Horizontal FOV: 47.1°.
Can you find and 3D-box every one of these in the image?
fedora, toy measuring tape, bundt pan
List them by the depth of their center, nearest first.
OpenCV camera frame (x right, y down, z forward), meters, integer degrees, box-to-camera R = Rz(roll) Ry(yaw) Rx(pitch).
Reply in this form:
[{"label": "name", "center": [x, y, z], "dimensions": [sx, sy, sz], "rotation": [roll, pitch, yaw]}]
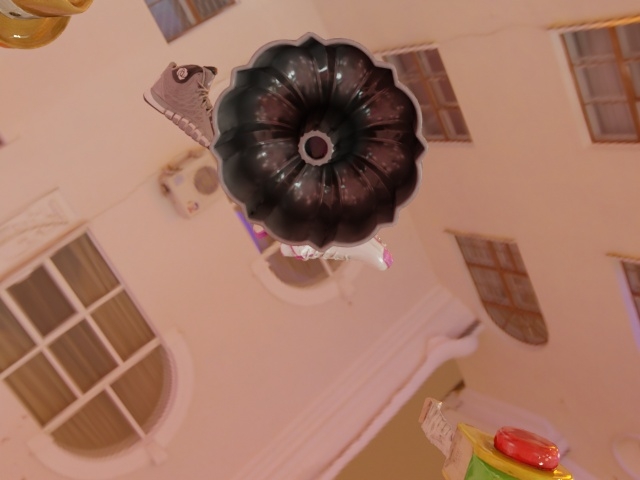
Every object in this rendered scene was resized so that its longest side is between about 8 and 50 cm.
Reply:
[{"label": "fedora", "center": [-0.295, -0.295, 0.783], "dimensions": [0.079, 0.194, 0.194], "rotation": [9, -144, 15]}, {"label": "toy measuring tape", "center": [0.201, 0.254, 0.832], "dimensions": [0.121, 0.121, 0.330], "rotation": [-29, -174, -3]}, {"label": "bundt pan", "center": [0.003, -0.158, 1.132], "dimensions": [0.330, 0.331, 0.124], "rotation": [-19, -163, 18]}]

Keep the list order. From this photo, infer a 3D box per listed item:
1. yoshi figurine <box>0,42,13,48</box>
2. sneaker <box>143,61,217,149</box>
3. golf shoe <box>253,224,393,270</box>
[{"label": "yoshi figurine", "center": [-0.556, -0.385, 0.934], "dimensions": [0.203, 0.362, 0.203], "rotation": [-36, -130, 53]}, {"label": "sneaker", "center": [-0.215, -0.257, 1.384], "dimensions": [0.132, 0.228, 0.086], "rotation": [-54, 176, 7]}, {"label": "golf shoe", "center": [0.000, 0.000, 1.519], "dimensions": [0.306, 0.115, 0.140], "rotation": [29, -103, 13]}]
